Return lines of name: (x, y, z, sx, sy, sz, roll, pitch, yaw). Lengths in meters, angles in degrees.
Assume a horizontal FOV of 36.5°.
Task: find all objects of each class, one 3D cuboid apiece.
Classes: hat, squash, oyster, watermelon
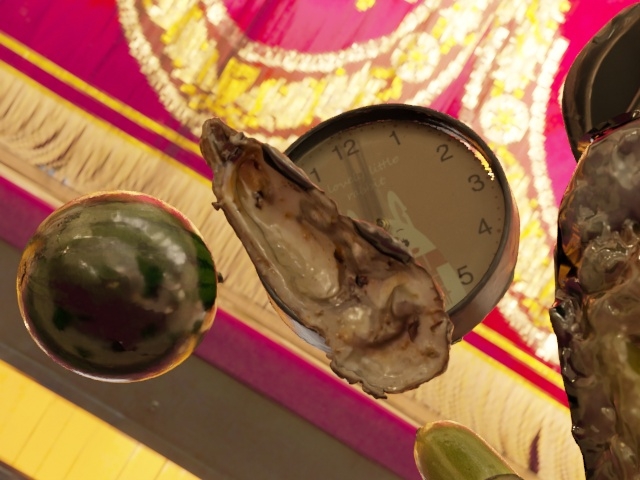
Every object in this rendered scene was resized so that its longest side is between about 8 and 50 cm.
hat: (0.279, -0.140, 0.738, 0.161, 0.275, 0.232, 25, 20, 17)
squash: (0.206, 0.342, 1.451, 0.123, 0.123, 0.186, 32, 7, -41)
oyster: (-0.001, 0.002, 0.918, 0.345, 0.129, 0.078, 47, 25, 21)
watermelon: (-0.244, 0.054, 1.181, 0.242, 0.242, 0.242, 32, 0, 0)

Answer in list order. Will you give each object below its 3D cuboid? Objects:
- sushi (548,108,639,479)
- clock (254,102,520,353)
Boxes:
sushi: (0.336, 0.070, 0.588, 0.285, 0.328, 0.328, 13, -28, -41)
clock: (0.085, -0.019, 1.360, 0.386, 0.386, 0.076, 31, -13, 26)
